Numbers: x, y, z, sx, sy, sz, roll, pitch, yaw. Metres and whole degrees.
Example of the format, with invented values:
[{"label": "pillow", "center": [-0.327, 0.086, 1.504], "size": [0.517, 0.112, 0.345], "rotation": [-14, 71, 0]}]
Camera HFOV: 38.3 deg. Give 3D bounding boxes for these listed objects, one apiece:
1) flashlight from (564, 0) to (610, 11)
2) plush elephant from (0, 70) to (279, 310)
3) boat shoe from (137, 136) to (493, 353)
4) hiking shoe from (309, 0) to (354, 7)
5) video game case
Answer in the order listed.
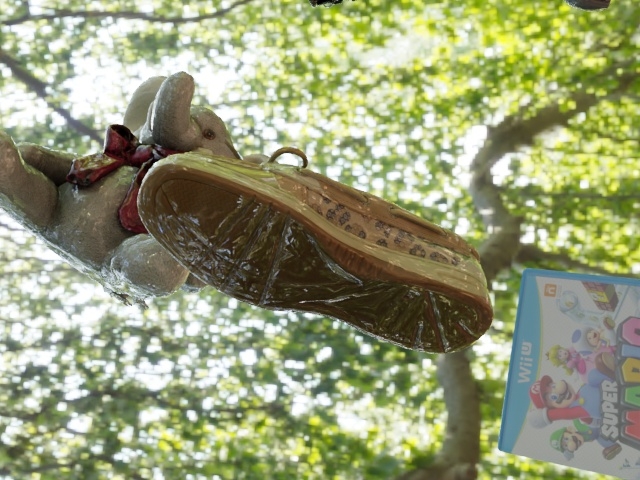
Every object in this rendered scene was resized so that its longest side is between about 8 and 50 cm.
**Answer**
[{"label": "flashlight", "center": [0.108, -0.253, 0.407], "size": [0.103, 0.103, 0.304], "rotation": [81, 179, -68]}, {"label": "plush elephant", "center": [-0.188, -0.072, 1.035], "size": [0.255, 0.272, 0.330], "rotation": [-57, -12, -14]}, {"label": "boat shoe", "center": [0.000, 0.000, 0.701], "size": [0.285, 0.104, 0.089], "rotation": [25, -138, -19]}, {"label": "hiking shoe", "center": [0.042, -0.328, 1.122], "size": [0.132, 0.304, 0.113], "rotation": [-62, -26, -10]}, {"label": "video game case", "center": [0.193, 0.083, 0.549], "size": [0.015, 0.166, 0.119], "rotation": [18, -100, -55]}]
